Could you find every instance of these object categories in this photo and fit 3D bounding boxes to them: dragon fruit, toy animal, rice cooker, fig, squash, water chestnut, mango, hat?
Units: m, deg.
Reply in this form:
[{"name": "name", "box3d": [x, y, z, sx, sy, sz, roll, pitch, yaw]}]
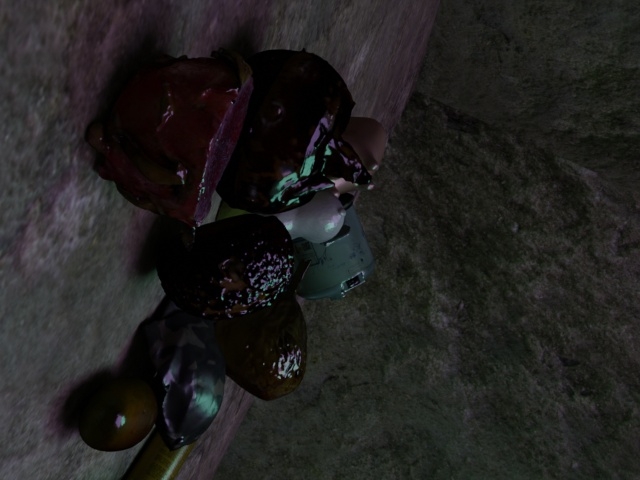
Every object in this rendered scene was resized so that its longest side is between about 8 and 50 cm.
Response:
[{"name": "dragon fruit", "box3d": [-0.187, -0.123, 0.968, 0.211, 0.147, 0.282, -71, -175, -55]}, {"name": "toy animal", "box3d": [0.040, -0.217, 2.047, 0.326, 0.269, 0.237, -10, 133, -41]}, {"name": "rice cooker", "box3d": [0.000, 0.000, 2.133, 0.264, 0.317, 0.317, -26, 160, -16]}, {"name": "fig", "box3d": [-0.112, 0.202, 1.956, 0.369, 0.286, 0.286, -56, 172, -11]}, {"name": "squash", "box3d": [-0.141, -0.115, 1.578, 0.200, 0.075, 0.090, -44, 163, 25]}, {"name": "water chestnut", "box3d": [-0.043, -0.167, 1.266, 0.300, 0.300, 0.300, -63, 173, -13]}, {"name": "toy animal", "box3d": [-0.088, -0.058, 1.832, 0.138, 0.282, 0.141, -164, -108, -71]}, {"name": "mango", "box3d": [-0.348, 0.300, 1.349, 0.133, 0.111, 0.267, -47, 171, -11]}, {"name": "hat", "box3d": [-0.233, 0.213, 1.610, 0.381, 0.257, 0.366, -40, 166, -23]}]

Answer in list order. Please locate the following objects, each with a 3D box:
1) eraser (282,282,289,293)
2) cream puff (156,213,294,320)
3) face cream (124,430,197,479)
[{"name": "eraser", "box3d": [-0.093, 0.121, 2.385, 0.082, 0.036, 0.225, -67, 173, 20]}, {"name": "cream puff", "box3d": [-0.156, 0.046, 1.325, 0.239, 0.238, 0.165, -39, 117, -75]}, {"name": "face cream", "box3d": [-0.402, 0.558, 1.941, 0.349, 0.105, 0.105, -60, 172, -39]}]
